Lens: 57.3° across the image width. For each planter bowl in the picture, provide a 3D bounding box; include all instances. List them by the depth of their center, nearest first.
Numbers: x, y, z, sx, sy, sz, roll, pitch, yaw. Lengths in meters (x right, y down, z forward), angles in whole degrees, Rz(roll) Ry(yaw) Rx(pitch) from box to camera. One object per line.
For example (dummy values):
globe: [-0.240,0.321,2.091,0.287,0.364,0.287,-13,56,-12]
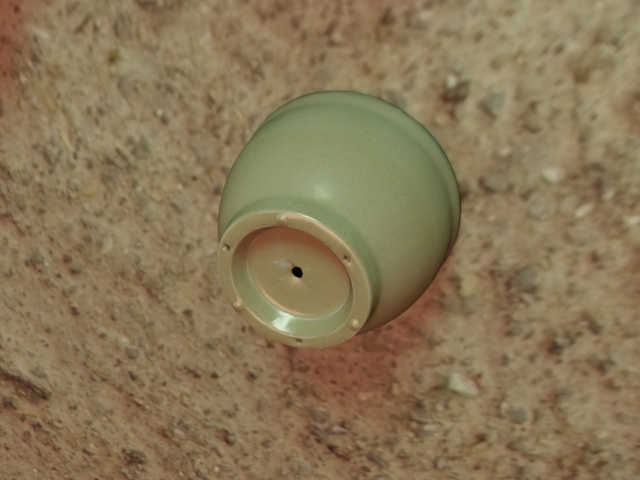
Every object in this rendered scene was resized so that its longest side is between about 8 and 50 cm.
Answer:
planter bowl: [0.000,0.000,0.374,0.162,0.109,0.162,11,124,17]
